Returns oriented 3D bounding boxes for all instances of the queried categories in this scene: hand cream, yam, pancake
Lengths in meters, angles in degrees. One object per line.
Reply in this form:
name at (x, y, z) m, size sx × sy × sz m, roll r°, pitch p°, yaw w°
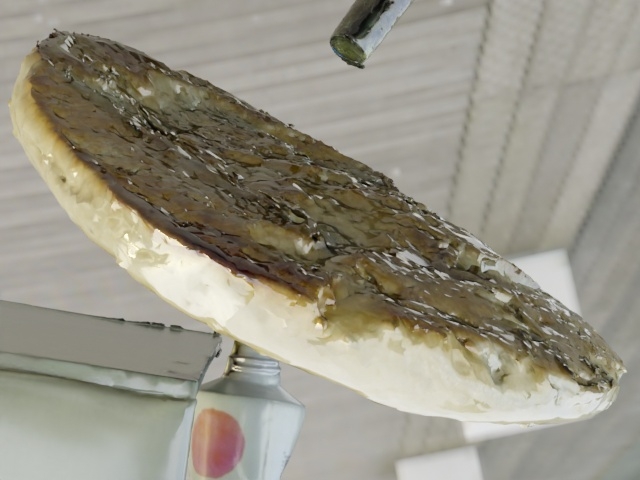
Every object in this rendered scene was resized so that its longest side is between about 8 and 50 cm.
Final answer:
hand cream at (-0.069, 0.226, 1.223) m, size 0.078 × 0.340 × 0.124 m, roll 11°, pitch 177°, yaw -14°
yam at (0.051, -0.150, 1.024) m, size 0.129 × 0.027 × 0.033 m, roll -51°, pitch 172°, yaw -19°
pancake at (0.001, -0.002, 0.942) m, size 0.356 × 0.065 × 0.356 m, roll 23°, pitch -167°, yaw -6°

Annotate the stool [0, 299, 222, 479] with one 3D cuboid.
stool at (-0.164, 0.175, 1.124) m, size 0.170 × 0.243 × 0.269 m, roll 9°, pitch -177°, yaw 0°
